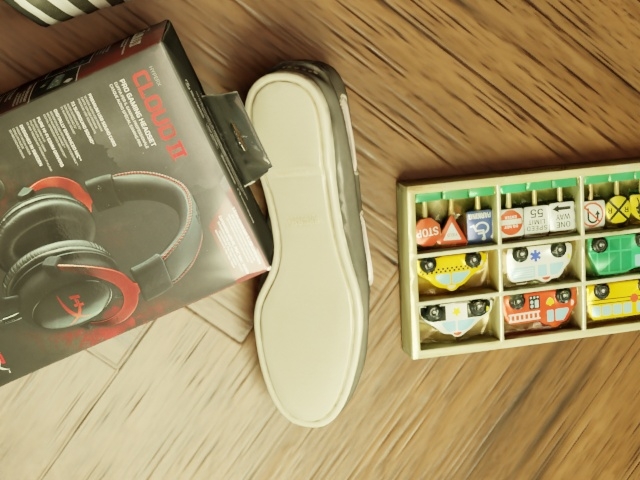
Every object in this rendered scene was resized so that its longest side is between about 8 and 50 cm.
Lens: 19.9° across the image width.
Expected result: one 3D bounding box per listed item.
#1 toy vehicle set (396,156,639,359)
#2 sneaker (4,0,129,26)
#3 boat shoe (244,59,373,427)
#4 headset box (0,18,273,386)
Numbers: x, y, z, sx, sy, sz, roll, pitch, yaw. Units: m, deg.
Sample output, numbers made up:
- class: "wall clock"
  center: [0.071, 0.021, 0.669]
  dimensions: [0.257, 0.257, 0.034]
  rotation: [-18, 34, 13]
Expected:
- class: "toy vehicle set"
  center: [0.205, 0.014, 1.740]
  dimensions: [0.266, 0.035, 0.166]
  rotation: [-7, 102, -15]
- class: "sneaker"
  center: [-0.270, -0.377, 1.462]
  dimensions: [0.257, 0.169, 0.448]
  rotation: [-29, 109, -11]
- class: "boat shoe"
  center: [0.000, 0.000, 1.648]
  dimensions: [0.112, 0.095, 0.335]
  rotation: [3, 107, 24]
- class: "headset box"
  center: [-0.188, -0.038, 1.544]
  dimensions: [0.293, 0.110, 0.218]
  rotation: [-23, 106, 6]
